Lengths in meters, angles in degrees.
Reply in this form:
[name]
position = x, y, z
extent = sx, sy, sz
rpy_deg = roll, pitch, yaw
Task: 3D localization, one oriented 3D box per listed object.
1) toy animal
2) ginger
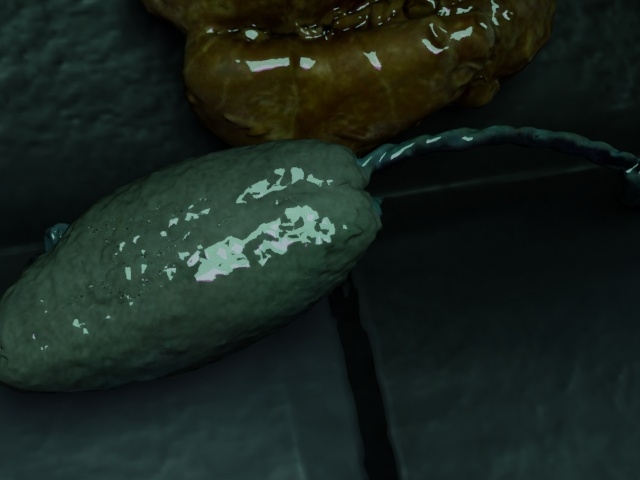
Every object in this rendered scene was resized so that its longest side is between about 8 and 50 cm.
[toy animal]
position = 0.003, -0.007, 0.682
extent = 0.253, 0.079, 0.070
rpy_deg = -19, 91, -11
[ginger]
position = 0.019, -0.082, 0.707
extent = 0.162, 0.073, 0.103
rpy_deg = -14, 80, -12
